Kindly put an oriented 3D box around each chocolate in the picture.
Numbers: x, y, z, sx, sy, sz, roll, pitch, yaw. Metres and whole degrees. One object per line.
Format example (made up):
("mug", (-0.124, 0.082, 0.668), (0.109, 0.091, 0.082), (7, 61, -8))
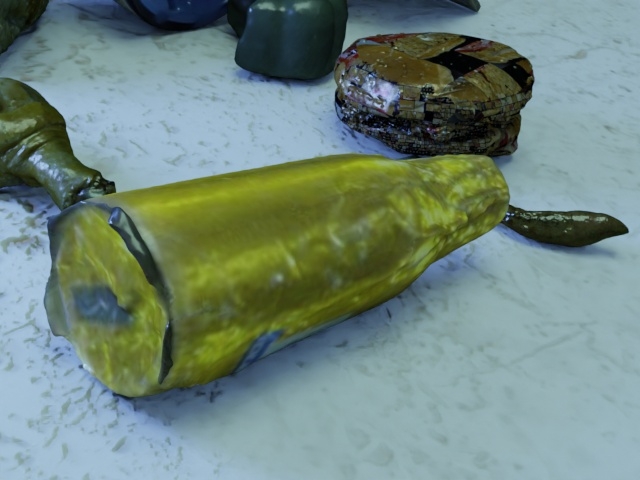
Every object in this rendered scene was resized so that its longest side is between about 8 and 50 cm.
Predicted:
("chocolate", (0.000, 0.000, 1.054), (0.445, 0.162, 0.162), (-16, 41, -40))

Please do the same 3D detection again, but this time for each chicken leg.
("chicken leg", (-0.273, -0.079, 1.170), (0.103, 0.088, 0.227), (-6, 40, -44))

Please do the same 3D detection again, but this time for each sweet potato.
("sweet potato", (0.231, -0.015, 1.272), (0.153, 0.038, 0.041), (8, 8, 9))

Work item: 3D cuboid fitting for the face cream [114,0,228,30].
("face cream", (-0.201, -0.408, 1.562), (0.249, 0.249, 0.225), (-18, 44, -39))

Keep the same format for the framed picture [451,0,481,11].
("framed picture", (0.102, -0.412, 1.728), (0.209, 0.019, 0.281), (29, -4, 28))

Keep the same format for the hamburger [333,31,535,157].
("hamburger", (0.121, -0.165, 1.407), (0.231, 0.107, 0.231), (9, 30, -5))

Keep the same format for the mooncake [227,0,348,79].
("mooncake", (-0.050, -0.264, 1.523), (0.168, 0.104, 0.175), (-23, 42, -35))

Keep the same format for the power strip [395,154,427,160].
("power strip", (0.077, -0.063, 1.313), (0.136, 0.019, 0.051), (-16, 38, -38))

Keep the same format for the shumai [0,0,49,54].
("shumai", (-0.404, -0.319, 1.407), (0.218, 0.189, 0.256), (14, 26, 1))
